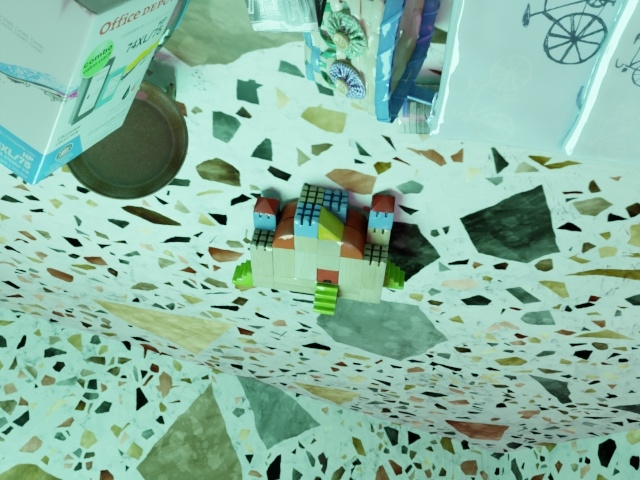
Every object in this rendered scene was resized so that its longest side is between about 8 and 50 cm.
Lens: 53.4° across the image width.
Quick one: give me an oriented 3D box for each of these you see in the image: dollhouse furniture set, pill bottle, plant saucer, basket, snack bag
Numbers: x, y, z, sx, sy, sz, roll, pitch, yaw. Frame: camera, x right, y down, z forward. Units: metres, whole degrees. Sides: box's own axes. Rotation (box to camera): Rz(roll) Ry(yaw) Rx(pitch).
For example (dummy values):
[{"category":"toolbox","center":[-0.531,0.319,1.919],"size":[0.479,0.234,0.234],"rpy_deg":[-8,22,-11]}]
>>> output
[{"category":"dollhouse furniture set","center":[-0.333,-0.211,1.133],"size":[0.129,0.129,0.183],"rpy_deg":[15,175,-9]},{"category":"pill bottle","center":[0.191,-0.203,0.986],"size":[0.137,0.078,0.078],"rpy_deg":[5,150,12]},{"category":"plant saucer","center":[-0.312,-0.161,1.021],"size":[0.198,0.199,0.036],"rpy_deg":[16,175,-10]},{"category":"basket","center":[0.121,-0.260,0.783],"size":[0.288,0.201,0.255],"rpy_deg":[14,151,14]},{"category":"snack bag","center":[0.286,-0.192,0.632],"size":[0.342,0.037,0.323],"rpy_deg":[10,147,9]}]

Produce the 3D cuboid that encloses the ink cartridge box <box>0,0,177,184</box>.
[{"category":"ink cartridge box","center":[-0.328,-0.253,0.765],"size":[0.197,0.198,0.270],"rpy_deg":[38,130,-5]}]

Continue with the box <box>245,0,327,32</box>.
[{"category":"box","center":[-0.033,-0.388,0.572],"size":[0.076,0.242,0.307],"rpy_deg":[5,151,10]}]

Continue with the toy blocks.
[{"category":"toy blocks","center":[0.000,0.000,1.342],"size":[0.381,0.191,0.261],"rpy_deg":[7,139,5]}]

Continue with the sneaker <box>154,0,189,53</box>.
[{"category":"sneaker","center":[-0.310,-0.321,0.891],"size":[0.340,0.125,0.139],"rpy_deg":[-14,148,37]}]
